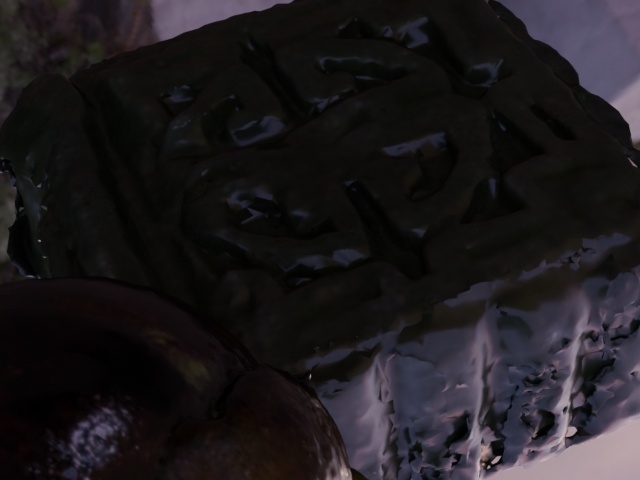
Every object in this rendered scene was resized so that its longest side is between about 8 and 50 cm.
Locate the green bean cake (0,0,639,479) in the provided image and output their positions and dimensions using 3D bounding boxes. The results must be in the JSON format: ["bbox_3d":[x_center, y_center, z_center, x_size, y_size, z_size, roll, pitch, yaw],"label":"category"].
[{"bbox_3d":[0.000,0.000,0.637,0.255,0.241,0.132,-18,137,-13],"label":"green bean cake"}]

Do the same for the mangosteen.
[{"bbox_3d":[-0.063,0.102,0.411,0.172,0.184,0.172,-41,179,-1],"label":"mangosteen"}]
